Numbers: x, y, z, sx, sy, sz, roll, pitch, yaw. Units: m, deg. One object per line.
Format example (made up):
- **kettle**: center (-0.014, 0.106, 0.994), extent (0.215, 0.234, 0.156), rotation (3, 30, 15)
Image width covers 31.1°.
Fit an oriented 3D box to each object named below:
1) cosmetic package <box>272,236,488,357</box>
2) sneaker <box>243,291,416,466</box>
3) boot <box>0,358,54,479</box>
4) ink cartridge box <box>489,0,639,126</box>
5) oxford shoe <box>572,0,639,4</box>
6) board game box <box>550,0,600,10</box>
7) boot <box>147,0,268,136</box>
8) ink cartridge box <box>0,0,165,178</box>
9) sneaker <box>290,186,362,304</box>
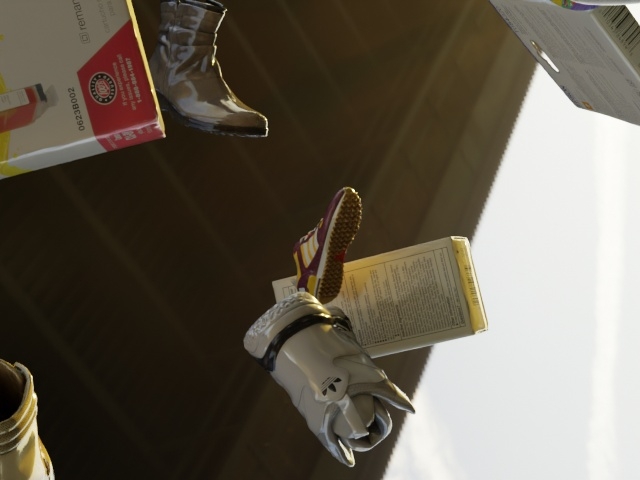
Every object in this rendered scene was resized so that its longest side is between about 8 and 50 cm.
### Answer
- **cosmetic package**: center (0.095, 0.105, 1.836), extent (0.113, 0.309, 0.160), rotation (1, -104, -68)
- **sneaker**: center (0.022, 0.199, 1.579), extent (0.210, 0.137, 0.366), rotation (51, -179, 16)
- **boot**: center (-0.353, 0.211, 1.273), extent (0.262, 0.095, 0.204), rotation (-118, 25, -63)
- **ink cartridge box**: center (0.485, -0.332, 2.041), extent (0.324, 0.071, 0.330), rotation (43, 178, -29)
- **oxford shoe**: center (0.343, -0.235, 0.849), extent (0.146, 0.396, 0.141), rotation (83, 171, -67)
- **board game box**: center (0.324, -0.381, 1.505), extent (0.033, 0.133, 0.169), rotation (-29, -62, -41)
- **boot**: center (-0.208, -0.321, 2.080), extent (0.118, 0.338, 0.223), rotation (0, -71, -50)
- **ink cartridge box**: center (-0.439, -0.237, 1.601), extent (0.160, 0.384, 0.279), rotation (161, 93, -86)
- **sneaker**: center (0.000, 0.000, 1.728), extent (0.069, 0.083, 0.186), rotation (-4, -65, -51)
